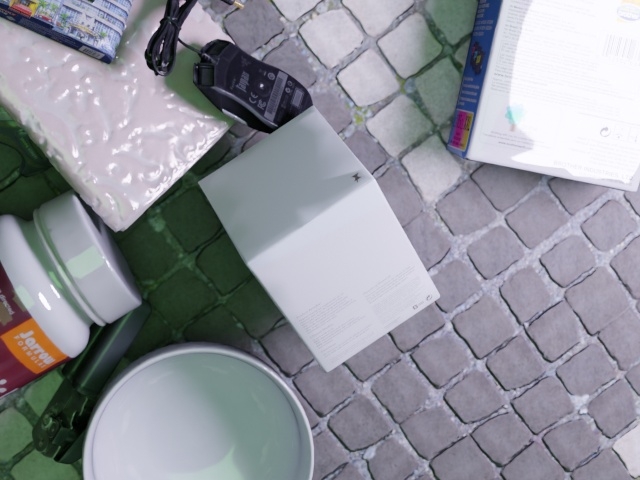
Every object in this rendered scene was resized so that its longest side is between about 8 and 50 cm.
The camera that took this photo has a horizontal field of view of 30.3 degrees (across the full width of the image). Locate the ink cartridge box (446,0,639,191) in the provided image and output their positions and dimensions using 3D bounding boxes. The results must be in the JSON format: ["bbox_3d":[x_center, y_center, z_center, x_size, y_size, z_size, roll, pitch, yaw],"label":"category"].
[{"bbox_3d":[0.361,-0.290,1.705,0.270,0.151,0.396,10,100,-10],"label":"ink cartridge box"}]

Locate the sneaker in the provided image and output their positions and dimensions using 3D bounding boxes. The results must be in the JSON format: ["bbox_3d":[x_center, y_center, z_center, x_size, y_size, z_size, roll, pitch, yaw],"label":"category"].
[{"bbox_3d":[-0.461,-0.209,1.633,0.121,0.111,0.300,-42,101,5],"label":"sneaker"}]

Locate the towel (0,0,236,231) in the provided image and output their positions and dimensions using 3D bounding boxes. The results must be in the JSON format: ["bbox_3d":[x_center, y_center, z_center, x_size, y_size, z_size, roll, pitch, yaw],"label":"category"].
[{"bbox_3d":[-0.281,-0.233,1.622,0.332,0.053,0.317,49,66,-14],"label":"towel"}]

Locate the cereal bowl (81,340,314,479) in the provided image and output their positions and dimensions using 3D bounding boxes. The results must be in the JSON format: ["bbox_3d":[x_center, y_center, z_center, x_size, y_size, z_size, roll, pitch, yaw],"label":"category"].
[{"bbox_3d":[-0.182,0.303,1.741,0.339,0.141,0.339,-2,101,-9],"label":"cereal bowl"}]

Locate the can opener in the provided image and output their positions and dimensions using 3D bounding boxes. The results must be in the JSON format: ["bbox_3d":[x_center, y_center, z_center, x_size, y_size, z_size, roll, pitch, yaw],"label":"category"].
[{"bbox_3d":[-0.330,0.203,1.753,0.095,0.076,0.283,30,95,-44],"label":"can opener"}]

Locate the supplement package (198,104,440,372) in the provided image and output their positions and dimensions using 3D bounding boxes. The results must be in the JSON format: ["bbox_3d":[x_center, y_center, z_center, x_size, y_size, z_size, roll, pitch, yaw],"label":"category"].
[{"bbox_3d":[0.000,0.000,1.632,0.199,0.198,0.263,-34,134,-1],"label":"supplement package"}]

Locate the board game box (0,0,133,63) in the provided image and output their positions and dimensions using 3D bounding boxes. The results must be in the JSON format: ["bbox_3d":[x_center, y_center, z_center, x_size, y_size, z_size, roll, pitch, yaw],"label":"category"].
[{"bbox_3d":[-0.328,-0.361,1.548,0.194,0.060,0.194,22,76,-24],"label":"board game box"}]

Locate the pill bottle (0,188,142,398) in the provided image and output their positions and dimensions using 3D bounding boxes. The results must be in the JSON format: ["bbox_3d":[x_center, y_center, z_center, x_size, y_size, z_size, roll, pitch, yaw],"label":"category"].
[{"bbox_3d":[-0.461,0.104,1.627,0.392,0.224,0.224,-30,103,-1],"label":"pill bottle"}]

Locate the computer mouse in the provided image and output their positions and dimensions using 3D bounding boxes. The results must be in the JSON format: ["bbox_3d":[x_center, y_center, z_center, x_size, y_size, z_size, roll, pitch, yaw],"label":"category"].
[{"bbox_3d":[-0.122,-0.252,1.651,0.262,0.060,0.184,24,60,-25],"label":"computer mouse"}]
